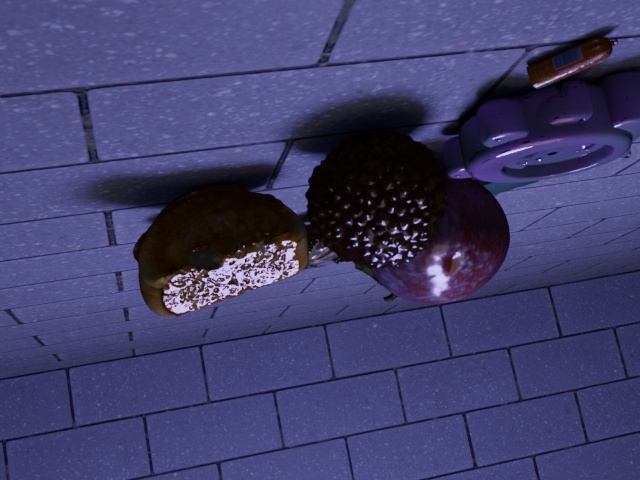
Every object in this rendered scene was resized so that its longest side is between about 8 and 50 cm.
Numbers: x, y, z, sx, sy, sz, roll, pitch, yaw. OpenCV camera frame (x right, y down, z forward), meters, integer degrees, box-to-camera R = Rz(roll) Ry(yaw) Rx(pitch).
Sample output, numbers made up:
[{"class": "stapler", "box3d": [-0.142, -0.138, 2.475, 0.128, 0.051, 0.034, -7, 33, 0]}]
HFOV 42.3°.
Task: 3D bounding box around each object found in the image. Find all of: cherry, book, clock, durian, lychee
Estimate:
[{"class": "cherry", "box3d": [0.188, -0.005, 1.366, 0.236, 0.213, 0.285, -35, 149, 1]}, {"class": "book", "box3d": [0.339, -0.108, 1.494, 0.135, 0.017, 0.103, -16, 168, -1]}, {"class": "clock", "box3d": [0.309, -0.146, 1.144, 0.247, 0.090, 0.227, -7, 167, -13]}, {"class": "durian", "box3d": [0.000, 0.001, 1.535, 0.140, 0.071, 0.110, -38, 146, -15]}, {"class": "lychee", "box3d": [0.075, -0.050, 1.131, 0.200, 0.200, 0.238, -7, 154, -20]}]

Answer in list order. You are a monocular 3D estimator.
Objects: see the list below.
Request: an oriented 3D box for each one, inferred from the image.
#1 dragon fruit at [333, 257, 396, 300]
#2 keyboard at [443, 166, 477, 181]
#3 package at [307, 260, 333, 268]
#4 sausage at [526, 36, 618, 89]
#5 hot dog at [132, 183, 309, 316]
[{"class": "dragon fruit", "box3d": [0.164, 0.027, 1.606, 0.269, 0.198, 0.200, -5, -168, -17]}, {"class": "keyboard", "box3d": [0.250, -0.109, 1.444, 0.063, 0.010, 0.198, -16, 167, 15]}, {"class": "package", "box3d": [-0.019, 0.057, 1.960, 0.110, 0.015, 0.037, -5, 161, -33]}, {"class": "sausage", "box3d": [0.294, -0.209, 0.965, 0.107, 0.031, 0.031, -19, 166, 35]}, {"class": "hot dog", "box3d": [-0.155, 0.002, 1.231, 0.256, 0.153, 0.150, -18, 142, -17]}]
